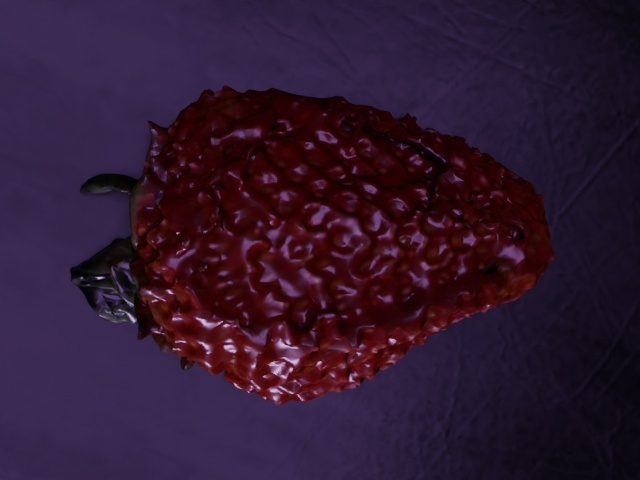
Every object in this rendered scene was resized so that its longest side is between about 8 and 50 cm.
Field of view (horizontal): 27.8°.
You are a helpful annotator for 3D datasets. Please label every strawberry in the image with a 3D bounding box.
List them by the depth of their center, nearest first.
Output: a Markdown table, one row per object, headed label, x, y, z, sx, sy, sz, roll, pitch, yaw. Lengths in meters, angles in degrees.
| label | x | y | z | sx | sy | sz | roll | pitch | yaw |
| --- | --- | --- | --- | --- | --- | --- | --- | --- | --- |
| strawberry | 0.000 | 0.000 | 0.731 | 0.286 | 0.106 | 0.188 | -7 | 93 | -7 |
